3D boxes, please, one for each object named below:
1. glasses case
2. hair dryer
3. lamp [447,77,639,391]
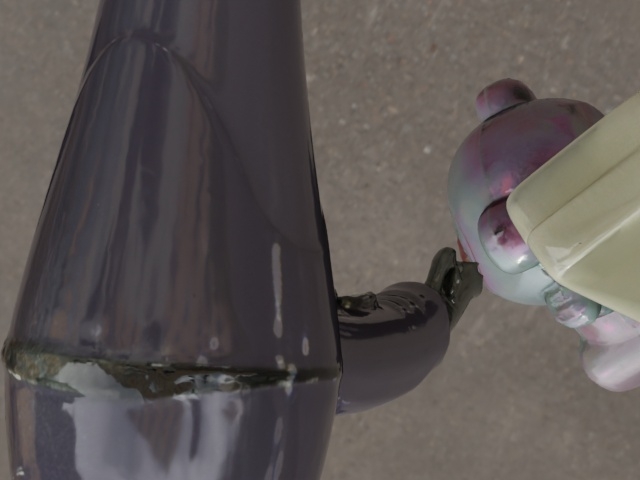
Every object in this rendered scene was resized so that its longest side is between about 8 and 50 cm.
[{"bbox_3d":[0.252,-0.007,0.905,0.131,0.070,0.313,-39,151,18],"label":"glasses case"},{"bbox_3d":[0.000,0.000,0.569,0.121,0.301,0.361,3,177,24],"label":"hair dryer"},{"bbox_3d":[0.269,-0.014,1.221,0.301,0.247,0.247,39,129,-25],"label":"lamp"}]
